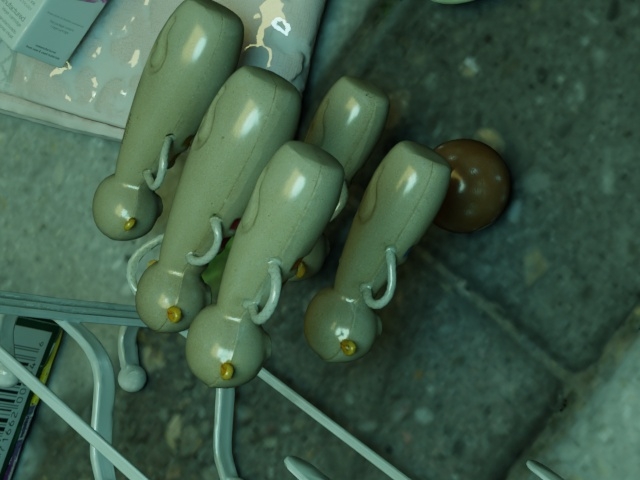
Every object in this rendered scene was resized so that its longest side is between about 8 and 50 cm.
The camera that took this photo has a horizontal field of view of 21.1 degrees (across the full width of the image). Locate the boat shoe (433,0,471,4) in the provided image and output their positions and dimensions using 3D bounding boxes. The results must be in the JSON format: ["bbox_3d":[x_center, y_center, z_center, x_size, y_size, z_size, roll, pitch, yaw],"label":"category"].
[{"bbox_3d":[0.146,-0.256,0.947,0.302,0.098,0.109,-40,63,17],"label":"boat shoe"}]

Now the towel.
[{"bbox_3d":[-0.116,-0.230,1.123,0.317,0.053,0.331,13,87,31],"label":"towel"}]

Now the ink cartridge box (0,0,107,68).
[{"bbox_3d":[-0.169,-0.186,1.084,0.088,0.052,0.122,44,103,31],"label":"ink cartridge box"}]

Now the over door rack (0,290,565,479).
[{"bbox_3d":[-0.068,0.114,0.903,0.324,0.239,0.108,21,97,35],"label":"over door rack"}]

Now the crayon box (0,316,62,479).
[{"bbox_3d":[-0.372,0.169,1.154,0.313,0.106,0.362,20,90,32],"label":"crayon box"}]

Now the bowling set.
[{"bbox_3d":[0.000,0.000,0.931,0.154,0.200,0.287,-64,23,18],"label":"bowling set"}]
